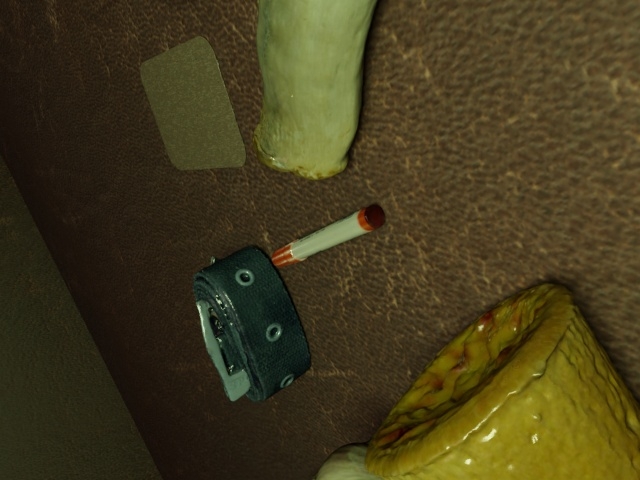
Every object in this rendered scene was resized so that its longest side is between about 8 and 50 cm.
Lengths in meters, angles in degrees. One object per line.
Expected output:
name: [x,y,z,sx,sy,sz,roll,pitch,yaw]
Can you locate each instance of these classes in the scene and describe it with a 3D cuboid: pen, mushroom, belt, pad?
pen: [0.000,0.000,0.734,0.239,0.028,0.028,-25,92,59]
mushroom: [0.008,-0.187,0.526,0.122,0.095,0.351,31,143,7]
belt: [-0.108,0.129,0.898,0.122,0.128,0.218,6,119,54]
pad: [-0.191,-0.187,0.909,0.266,0.002,0.176,7,118,55]

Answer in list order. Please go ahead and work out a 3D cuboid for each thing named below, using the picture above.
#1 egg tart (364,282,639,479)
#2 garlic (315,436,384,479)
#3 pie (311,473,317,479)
egg tart: [0.152,0.146,0.468,0.147,0.202,0.202,46,148,4]
garlic: [0.108,0.285,0.598,0.245,0.245,0.160,12,120,53]
pie: [0.060,0.514,0.979,0.315,0.092,0.315,34,137,38]
